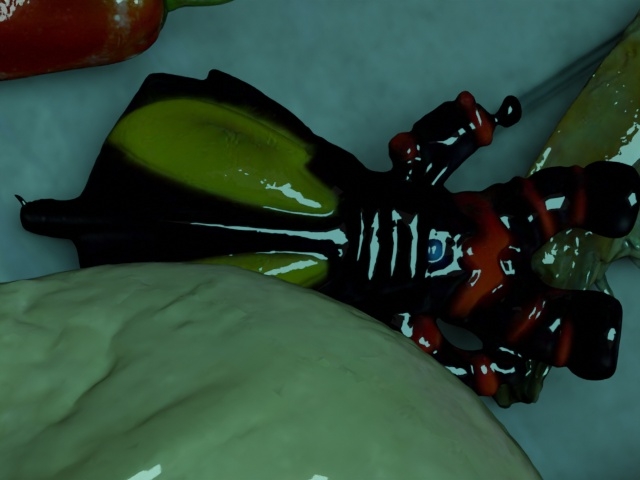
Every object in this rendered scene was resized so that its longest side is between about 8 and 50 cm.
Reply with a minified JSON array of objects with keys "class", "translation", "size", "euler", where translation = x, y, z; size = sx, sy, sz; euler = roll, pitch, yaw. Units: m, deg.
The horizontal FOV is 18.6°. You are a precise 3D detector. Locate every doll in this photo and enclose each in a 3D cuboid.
[{"class":"doll","translation":[0.000,-0.002,0.783],"size":[0.248,0.088,0.127],"euler":[9,56,3]}]

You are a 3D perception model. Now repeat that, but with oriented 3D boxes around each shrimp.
[{"class":"shrimp","translation":[0.174,-0.014,0.862],"size":[0.173,0.058,0.253],"euler":[35,78,-16]}]

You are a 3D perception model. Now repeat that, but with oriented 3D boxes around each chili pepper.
[{"class":"chili pepper","translation":[-0.122,-0.094,0.797],"size":[0.191,0.050,0.059],"euler":[-3,87,-2]}]

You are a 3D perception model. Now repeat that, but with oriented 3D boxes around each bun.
[{"class":"bun","translation":[-0.081,0.176,0.628],"size":[0.361,0.213,0.361],"euler":[-1,83,6]}]
